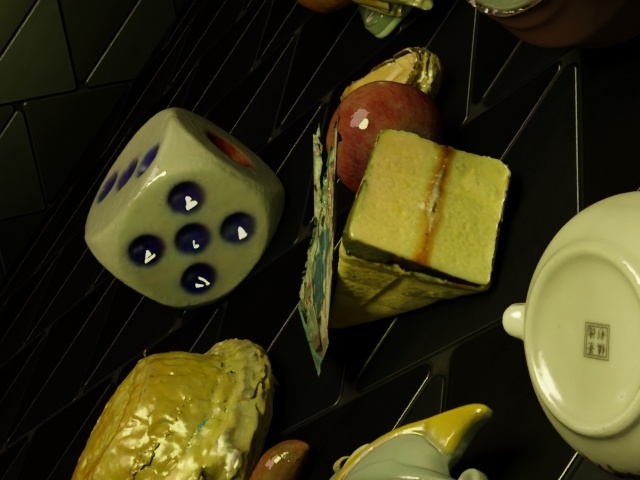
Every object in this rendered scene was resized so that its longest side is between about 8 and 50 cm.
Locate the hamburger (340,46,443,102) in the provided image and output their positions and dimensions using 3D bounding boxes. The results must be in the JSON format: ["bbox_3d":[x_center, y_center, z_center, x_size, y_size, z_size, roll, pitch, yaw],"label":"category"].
[{"bbox_3d":[0.100,-0.182,1.407,0.176,0.087,0.102,-25,50,40],"label":"hamburger"}]

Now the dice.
[{"bbox_3d":[-0.220,-0.051,1.653,0.251,0.243,0.259,-51,27,11],"label":"dice"}]

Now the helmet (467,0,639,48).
[{"bbox_3d":[0.298,-0.351,1.079,0.271,0.197,0.338,11,74,52],"label":"helmet"}]

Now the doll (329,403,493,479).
[{"bbox_3d":[0.055,0.240,0.932,0.145,0.103,0.316,-44,2,-33],"label":"doll"}]

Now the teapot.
[{"bbox_3d":[0.239,0.066,0.757,0.299,0.165,0.208,-166,67,-72],"label":"teapot"}]

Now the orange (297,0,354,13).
[{"bbox_3d":[0.022,-0.515,1.843,0.237,0.179,0.158,-34,29,38],"label":"orange"}]

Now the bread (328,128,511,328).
[{"bbox_3d":[0.109,0.012,1.189,0.264,0.163,0.168,99,-172,-65],"label":"bread"}]

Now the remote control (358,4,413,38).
[{"bbox_3d":[0.182,-0.478,1.633,0.335,0.065,0.128,-47,28,22],"label":"remote control"}]

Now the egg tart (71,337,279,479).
[{"bbox_3d":[-0.210,0.279,1.317,0.388,0.169,0.388,-50,20,25],"label":"egg tart"}]

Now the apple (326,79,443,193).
[{"bbox_3d":[0.080,-0.130,1.282,0.153,0.153,0.120,-52,41,10],"label":"apple"}]

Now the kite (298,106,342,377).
[{"bbox_3d":[0.001,0.000,1.220,0.406,0.014,0.368,103,169,-54],"label":"kite"}]

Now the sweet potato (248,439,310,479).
[{"bbox_3d":[-0.079,0.317,1.159,0.214,0.050,0.050,-60,24,2],"label":"sweet potato"}]

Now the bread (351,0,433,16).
[{"bbox_3d":[0.136,-0.501,1.502,0.370,0.191,0.314,20,95,33],"label":"bread"}]
